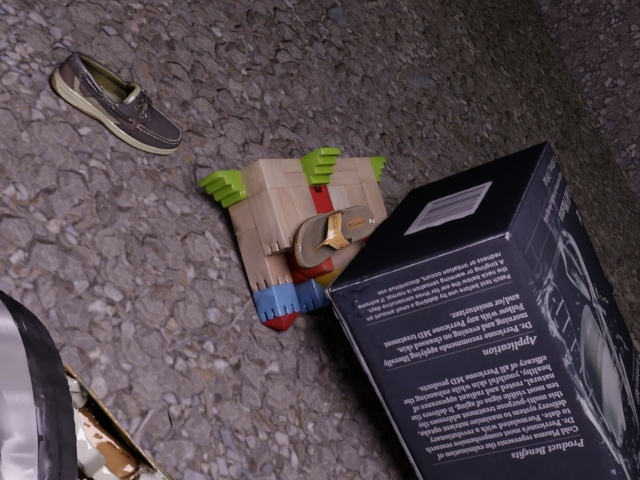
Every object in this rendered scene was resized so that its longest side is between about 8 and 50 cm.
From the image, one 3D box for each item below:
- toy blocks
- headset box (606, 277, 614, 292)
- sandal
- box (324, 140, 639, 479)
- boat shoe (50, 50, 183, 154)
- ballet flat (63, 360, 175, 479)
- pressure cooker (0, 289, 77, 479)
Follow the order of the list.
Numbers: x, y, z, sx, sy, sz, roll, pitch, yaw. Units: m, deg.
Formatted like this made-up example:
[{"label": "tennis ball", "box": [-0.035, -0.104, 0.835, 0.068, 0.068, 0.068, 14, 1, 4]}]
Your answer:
[{"label": "toy blocks", "box": [0.000, 0.000, 1.367, 0.381, 0.190, 0.261, -8, 79, -50]}, {"label": "headset box", "box": [0.404, 0.082, 1.626, 0.246, 0.283, 0.131, 51, 36, -2]}, {"label": "sandal", "box": [0.029, -0.012, 1.263, 0.180, 0.049, 0.072, -23, 101, -39]}, {"label": "box", "box": [0.301, 0.152, 1.329, 0.472, 0.297, 0.480, 65, 28, -12]}, {"label": "boat shoe", "box": [-0.303, -0.212, 1.263, 0.223, 0.073, 0.080, 31, 41, -27]}, {"label": "ballet flat", "box": [-0.242, 0.256, 0.897, 0.348, 0.123, 0.123, 50, 36, -3]}, {"label": "pressure cooker", "box": [-0.427, 0.190, 0.549, 0.420, 0.376, 0.370, 14, 12, -41]}]
